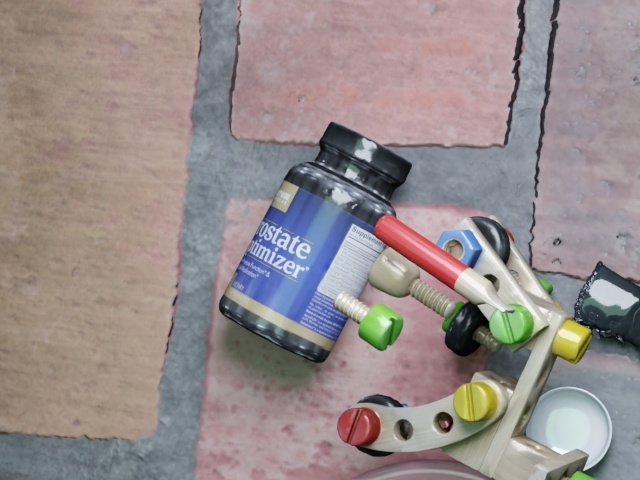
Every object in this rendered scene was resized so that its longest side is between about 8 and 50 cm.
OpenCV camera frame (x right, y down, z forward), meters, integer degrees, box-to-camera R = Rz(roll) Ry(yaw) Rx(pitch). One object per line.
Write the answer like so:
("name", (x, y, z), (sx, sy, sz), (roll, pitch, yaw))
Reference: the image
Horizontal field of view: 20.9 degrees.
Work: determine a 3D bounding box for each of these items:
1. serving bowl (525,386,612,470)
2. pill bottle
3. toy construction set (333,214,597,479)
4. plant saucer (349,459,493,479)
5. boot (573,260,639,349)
("serving bowl", (0.243, 0.184, 1.686), (0.083, 0.027, 0.083), (-2, 83, 13))
("pill bottle", (0.000, 0.000, 1.714), (0.122, 0.123, 0.219), (27, 89, 14))
("toy construction set", (0.160, 0.117, 1.532), (0.237, 0.309, 0.257), (34, 78, 26))
("plant saucer", (0.111, 0.377, 1.664), (0.332, 0.084, 0.332), (-2, 82, 12))
("boot", (0.309, 0.050, 1.682), (0.099, 0.045, 0.121), (26, 90, 17))
